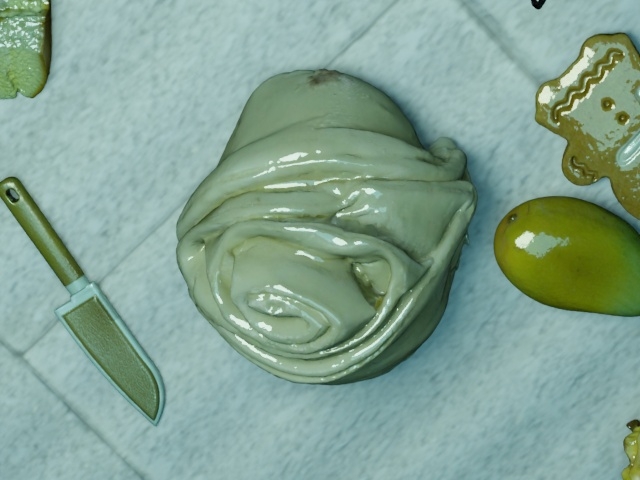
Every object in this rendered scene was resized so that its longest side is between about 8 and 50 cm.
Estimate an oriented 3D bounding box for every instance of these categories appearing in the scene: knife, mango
[{"bbox_3d":[-0.277,0.075,2.017,0.061,0.027,0.343,-32,104,9],"label":"knife"},{"bbox_3d":[0.286,0.022,1.923,0.194,0.092,0.130,32,105,-9],"label":"mango"}]

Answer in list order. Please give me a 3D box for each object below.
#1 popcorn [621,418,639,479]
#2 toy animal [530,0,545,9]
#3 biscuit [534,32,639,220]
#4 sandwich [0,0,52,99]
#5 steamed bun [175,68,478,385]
[{"bbox_3d":[0.411,0.252,1.958,0.148,0.152,0.167,26,82,-38],"label":"popcorn"},{"bbox_3d":[0.178,-0.337,1.848,0.210,0.121,0.117,39,151,10],"label":"toy animal"},{"bbox_3d":[0.356,-0.112,1.908,0.249,0.035,0.184,44,105,-9],"label":"biscuit"},{"bbox_3d":[-0.339,-0.262,1.894,0.090,0.088,0.244,4,106,0],"label":"sandwich"},{"bbox_3d":[0.009,0.005,1.873,0.309,0.219,0.324,31,106,-5],"label":"steamed bun"}]
